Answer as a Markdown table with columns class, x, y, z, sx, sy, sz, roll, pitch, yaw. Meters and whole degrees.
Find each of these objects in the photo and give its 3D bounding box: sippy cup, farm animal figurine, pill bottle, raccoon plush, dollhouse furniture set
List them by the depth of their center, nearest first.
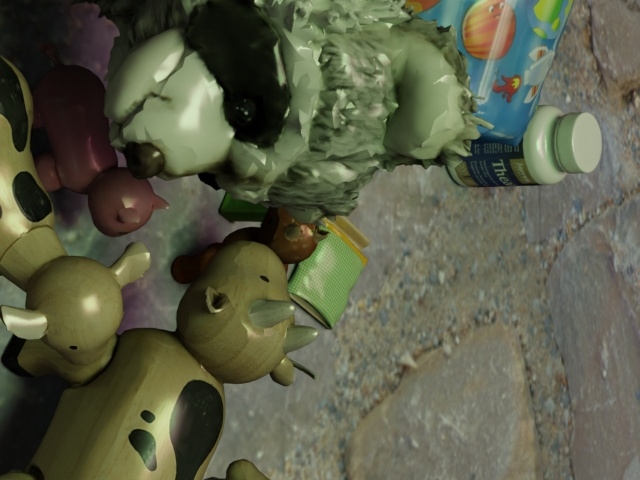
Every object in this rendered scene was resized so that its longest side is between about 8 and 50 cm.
| class | x | y | z | sx | sy | sz | roll | pitch | yaw |
| --- | --- | --- | --- | --- | --- | --- | --- | --- | --- |
| raccoon plush | 0.008 | -0.224 | 0.640 | 0.299 | 0.216 | 0.446 | 39 | 78 | -12 |
| farm animal figurine | -0.104 | 0.062 | 0.679 | 0.330 | 0.172 | 0.327 | 25 | 72 | -47 |
| sippy cup | 0.082 | -0.187 | 0.879 | 0.305 | 0.240 | 0.224 | 9 | 95 | -25 |
| dollhouse furniture set | 0.000 | 0.000 | 0.890 | 0.151 | 0.058 | 0.076 | 43 | 59 | -41 |
| pill bottle | 0.169 | -0.078 | 1.041 | 0.067 | 0.120 | 0.067 | 0 | 90 | -49 |
